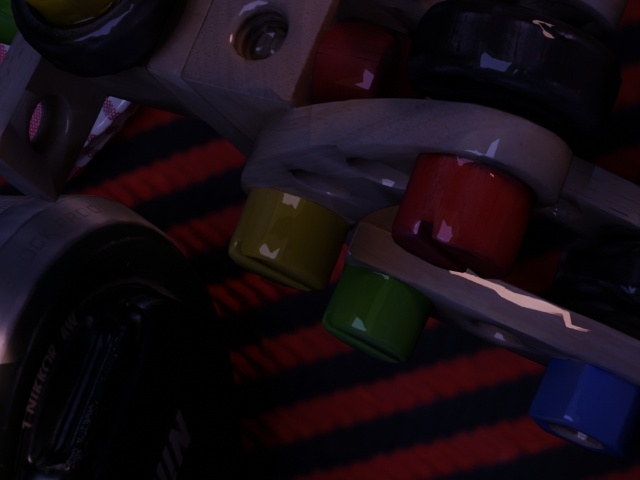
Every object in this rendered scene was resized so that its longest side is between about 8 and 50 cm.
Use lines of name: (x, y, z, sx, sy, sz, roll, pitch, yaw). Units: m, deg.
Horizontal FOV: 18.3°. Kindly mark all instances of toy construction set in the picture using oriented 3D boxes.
toy construction set: (0.000, 0.000, 0.673, 0.237, 0.257, 0.309, 14, 100, 23)

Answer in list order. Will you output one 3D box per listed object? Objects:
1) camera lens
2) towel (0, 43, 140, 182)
camera lens: (-0.184, 0.089, 0.793, 0.274, 0.219, 0.219, 2, 92, 23)
towel: (-0.089, -0.136, 0.858, 0.197, 0.029, 0.144, -42, 72, 21)
